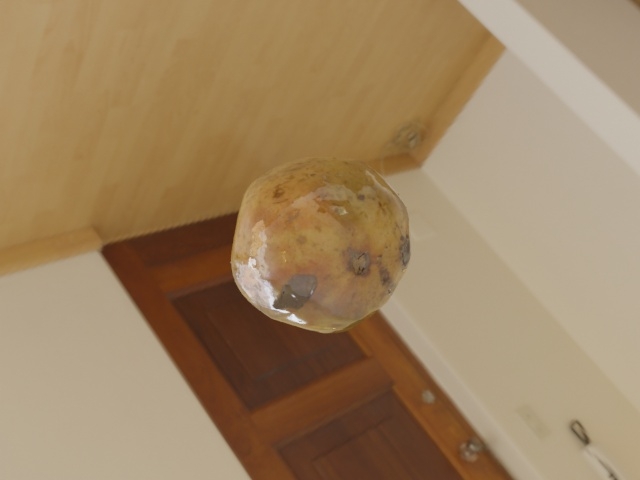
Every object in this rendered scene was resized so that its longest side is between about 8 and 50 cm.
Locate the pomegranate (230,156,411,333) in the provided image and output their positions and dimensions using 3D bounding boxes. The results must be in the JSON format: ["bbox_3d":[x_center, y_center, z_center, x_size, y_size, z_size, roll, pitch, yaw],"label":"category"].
[{"bbox_3d":[0.000,0.000,1.301,0.281,0.281,0.281,-33,158,-15],"label":"pomegranate"}]
